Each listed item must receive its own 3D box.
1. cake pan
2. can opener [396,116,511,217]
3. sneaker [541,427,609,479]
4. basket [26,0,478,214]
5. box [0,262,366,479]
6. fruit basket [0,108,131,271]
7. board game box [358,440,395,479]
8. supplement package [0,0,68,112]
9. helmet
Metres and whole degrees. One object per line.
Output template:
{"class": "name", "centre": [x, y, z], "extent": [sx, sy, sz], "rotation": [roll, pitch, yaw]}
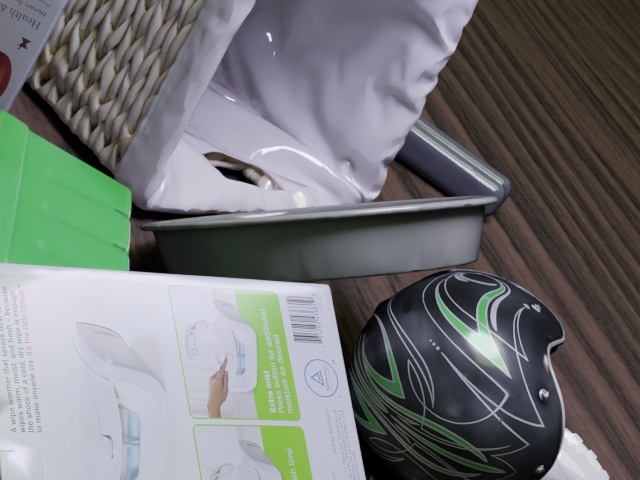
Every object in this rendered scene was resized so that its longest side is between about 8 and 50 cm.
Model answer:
{"class": "cake pan", "centre": [0.000, 0.000, 1.438], "extent": [0.293, 0.054, 0.293], "rotation": [-4, 2, 0]}
{"class": "can opener", "centre": [0.101, -0.135, 1.989], "extent": [0.280, 0.093, 0.074], "rotation": [41, 23, 6]}
{"class": "sneaker", "centre": [0.131, 0.172, 1.449], "extent": [0.235, 0.090, 0.095], "rotation": [35, 36, 13]}
{"class": "basket", "centre": [-0.067, -0.219, 1.646], "extent": [0.266, 0.331, 0.328], "rotation": [41, 24, 32]}
{"class": "box", "centre": [-0.095, 0.156, 0.952], "extent": [0.231, 0.127, 0.261], "rotation": [4, 65, -34]}
{"class": "fruit basket", "centre": [-0.304, 0.015, 1.145], "extent": [0.353, 0.165, 0.327], "rotation": [10, 27, -11]}
{"class": "board game box", "centre": [-0.052, 0.170, 1.249], "extent": [0.165, 0.042, 0.243], "rotation": [45, 26, 26]}
{"class": "supplement package", "centre": [-0.316, -0.183, 1.395], "extent": [0.194, 0.203, 0.149], "rotation": [27, 25, -12]}
{"class": "helmet", "centre": [0.104, 0.113, 1.329], "extent": [0.169, 0.169, 0.161], "rotation": [32, 32, -4]}
